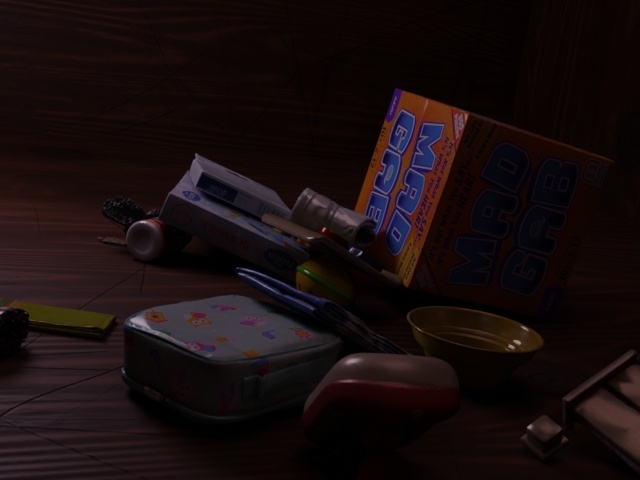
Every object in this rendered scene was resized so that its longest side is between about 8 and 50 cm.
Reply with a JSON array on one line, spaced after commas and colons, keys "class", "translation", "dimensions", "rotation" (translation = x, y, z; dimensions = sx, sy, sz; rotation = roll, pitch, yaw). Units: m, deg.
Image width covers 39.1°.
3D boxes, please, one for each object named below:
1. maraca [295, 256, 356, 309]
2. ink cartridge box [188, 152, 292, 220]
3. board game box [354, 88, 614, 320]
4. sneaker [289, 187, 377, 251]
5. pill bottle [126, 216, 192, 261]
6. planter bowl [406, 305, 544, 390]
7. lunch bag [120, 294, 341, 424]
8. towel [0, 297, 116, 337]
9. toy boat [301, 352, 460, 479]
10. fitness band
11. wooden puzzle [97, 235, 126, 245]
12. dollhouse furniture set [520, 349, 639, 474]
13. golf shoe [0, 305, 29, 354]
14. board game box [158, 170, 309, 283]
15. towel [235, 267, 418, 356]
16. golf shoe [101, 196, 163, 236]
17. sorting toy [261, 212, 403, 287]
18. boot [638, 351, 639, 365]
[{"class": "maraca", "translation": [0.008, 0.083, 1.700], "dimensions": [0.127, 0.099, 0.185], "rotation": [35, -4, -4]}, {"class": "ink cartridge box", "translation": [-0.185, -0.113, 2.021], "dimensions": [0.223, 0.045, 0.224], "rotation": [25, 9, -17]}, {"class": "board game box", "translation": [0.322, -0.083, 1.924], "dimensions": [0.356, 0.356, 0.356], "rotation": [14, 12, -23]}, {"class": "sneaker", "translation": [0.038, -0.024, 1.927], "dimensions": [0.169, 0.108, 0.292], "rotation": [29, 2, 8]}, {"class": "pill bottle", "translation": [-0.334, -0.008, 1.900], "dimensions": [0.086, 0.086, 0.152], "rotation": [13, 13, 19]}, {"class": "planter bowl", "translation": [0.237, 0.179, 1.429], "dimensions": [0.217, 0.090, 0.217], "rotation": [8, 13, -2]}, {"class": "lunch bag", "translation": [-0.118, 0.161, 1.222], "dimensions": [0.224, 0.108, 0.279], "rotation": [20, 17, 37]}, {"class": "towel", "translation": [-0.448, 0.114, 1.413], "dimensions": [0.237, 0.021, 0.102], "rotation": [9, 13, -1]}, {"class": "toy boat", "translation": [0.069, 0.221, 1.021], "dimensions": [0.151, 0.151, 0.231], "rotation": [5, -30, -15]}, {"class": "fitness band", "translation": [0.085, 0.046, 2.042], "dimensions": [0.209, 0.054, 0.291], "rotation": [8, 13, -16]}, {"class": "wooden puzzle", "translation": [-0.444, 0.001, 1.965], "dimensions": [0.083, 0.006, 0.049], "rotation": [9, 12, 0]}, {"class": "dollhouse furniture set", "translation": [0.501, 0.300, 1.190], "dimensions": [0.355, 0.174, 0.303], "rotation": [-28, 41, -20]}, {"class": "golf shoe", "translation": [-0.473, 0.126, 1.227], "dimensions": [0.086, 0.068, 0.186], "rotation": [11, 12, 18]}, {"class": "board game box", "translation": [-0.179, -0.037, 1.980], "dimensions": [0.318, 0.066, 0.319], "rotation": [26, 10, -6]}, {"class": "towel", "translation": [0.022, 0.124, 1.384], "dimensions": [0.209, 0.034, 0.285], "rotation": [20, -11, 47]}, {"class": "golf shoe", "translation": [-0.411, -0.036, 1.964], "dimensions": [0.094, 0.077, 0.198], "rotation": [-28, -26, 27]}, {"class": "sorting toy", "translation": [0.000, 0.000, 1.750], "dimensions": [0.229, 0.041, 0.307], "rotation": [28, -3, -34]}, {"class": "boot", "translation": [0.652, 0.222, 1.603], "dimensions": [0.137, 0.077, 0.198], "rotation": [22, 30, 31]}]
